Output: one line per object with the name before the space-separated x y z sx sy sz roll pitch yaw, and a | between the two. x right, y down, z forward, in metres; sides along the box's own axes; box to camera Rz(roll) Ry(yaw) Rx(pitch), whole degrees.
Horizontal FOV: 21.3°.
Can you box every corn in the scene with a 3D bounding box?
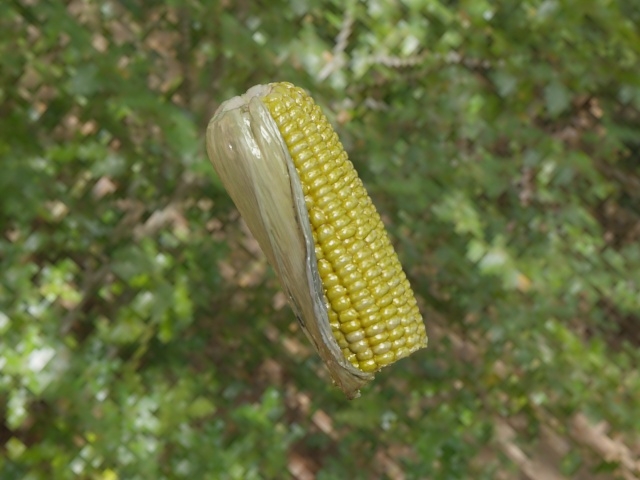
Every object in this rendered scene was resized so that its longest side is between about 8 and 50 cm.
corn | -0.004 0.002 1.560 0.123 0.122 0.305 -13 -74 57
